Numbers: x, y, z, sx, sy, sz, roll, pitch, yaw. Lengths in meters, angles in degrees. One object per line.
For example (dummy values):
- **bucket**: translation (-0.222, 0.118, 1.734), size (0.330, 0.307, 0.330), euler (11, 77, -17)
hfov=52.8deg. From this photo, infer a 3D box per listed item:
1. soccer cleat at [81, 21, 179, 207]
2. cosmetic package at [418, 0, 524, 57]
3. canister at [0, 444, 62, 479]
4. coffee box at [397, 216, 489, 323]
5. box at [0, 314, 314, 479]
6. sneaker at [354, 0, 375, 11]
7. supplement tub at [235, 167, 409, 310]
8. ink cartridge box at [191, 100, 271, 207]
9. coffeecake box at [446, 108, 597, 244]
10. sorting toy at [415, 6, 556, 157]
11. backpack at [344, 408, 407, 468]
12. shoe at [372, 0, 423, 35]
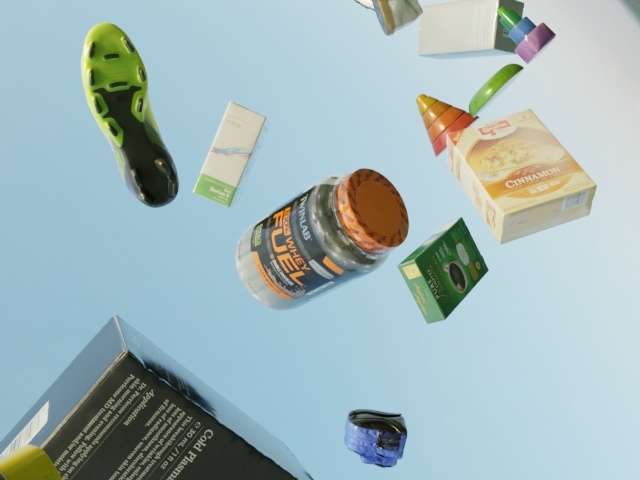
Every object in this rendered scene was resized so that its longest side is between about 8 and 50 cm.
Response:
- **soccer cleat**: translation (-0.296, -0.184, 0.984), size (0.121, 0.094, 0.289), euler (40, 148, 55)
- **cosmetic package**: translation (0.356, -0.508, 1.558), size (0.107, 0.238, 0.127), euler (-3, -77, -37)
- **canister**: translation (-0.301, 0.237, 0.500), size (0.073, 0.126, 0.170), euler (53, -155, 10)
- **coffee box**: translation (0.207, 0.046, 1.072), size (0.184, 0.040, 0.113), euler (-37, -79, -46)
- **box**: translation (-0.231, 0.327, 0.761), size (0.312, 0.343, 0.179), euler (44, 170, -20)
- **sneaker**: translation (0.097, -0.503, 1.122), size (0.110, 0.122, 0.282), euler (-5, -125, -27)
- **supplement tub**: translation (0.000, 0.000, 1.293), size (0.207, 0.338, 0.207), euler (23, -127, -34)
- **ink cartridge box**: translation (-0.192, -0.186, 1.421), size (0.093, 0.212, 0.154), euler (21, -176, -3)
- **coffeecake box**: translation (0.291, -0.099, 0.959), size (0.068, 0.143, 0.185), euler (78, 172, -49)
- **sorting toy**: translation (0.288, -0.309, 1.243), size (0.126, 0.365, 0.127), euler (47, -122, 6)
- **backpack**: translation (0.106, 0.400, 1.306), size (0.120, 0.101, 0.098), euler (12, -177, -1)
- **shoe**: translation (0.073, -0.386, 0.857), size (0.076, 0.058, 0.219), euler (-83, -30, -72)
